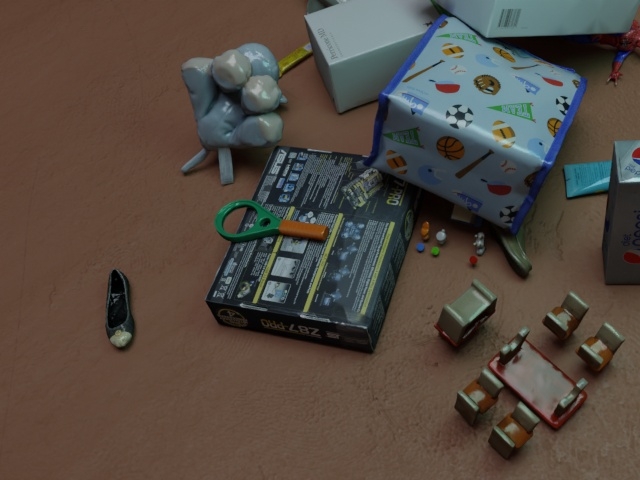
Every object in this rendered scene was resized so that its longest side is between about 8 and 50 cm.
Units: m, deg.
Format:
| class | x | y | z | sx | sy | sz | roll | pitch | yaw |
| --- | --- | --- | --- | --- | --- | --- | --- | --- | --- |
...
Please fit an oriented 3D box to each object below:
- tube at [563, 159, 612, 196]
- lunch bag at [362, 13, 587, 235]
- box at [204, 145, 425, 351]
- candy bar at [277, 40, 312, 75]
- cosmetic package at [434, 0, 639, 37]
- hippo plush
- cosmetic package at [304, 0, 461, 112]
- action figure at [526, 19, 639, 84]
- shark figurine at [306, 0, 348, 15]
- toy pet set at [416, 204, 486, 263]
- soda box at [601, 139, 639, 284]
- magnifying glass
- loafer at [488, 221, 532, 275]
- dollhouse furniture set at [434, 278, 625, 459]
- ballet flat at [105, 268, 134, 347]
| class | x | y | z | sx | sy | sz | roll | pitch | yaw |
| --- | --- | --- | --- | --- | --- | --- | --- | --- | --- |
| tube | 0.575 | -0.127 | 1.605 | 0.207 | 0.052 | 0.080 | -6 | 47 | 15 |
| lunch bag | 0.306 | -0.244 | 1.580 | 0.328 | 0.239 | 0.385 | 26 | 52 | 8 |
| box | 0.000 | 0.000 | 1.605 | 0.318 | 0.097 | 0.394 | 7 | 55 | 20 |
| candy bar | -0.049 | -0.441 | 1.999 | 0.161 | 0.018 | 0.040 | -36 | 58 | -15 |
| cosmetic package | 0.414 | -0.514 | 1.711 | 0.377 | 0.097 | 0.284 | -9 | 37 | -27 |
| hippo plush | -0.146 | -0.294 | 1.803 | 0.234 | 0.294 | 0.236 | 17 | 35 | 20 |
| cosmetic package | 0.170 | -0.450 | 1.872 | 0.366 | 0.155 | 0.197 | -20 | 53 | -5 |
| action figure | 0.571 | -0.428 | 1.805 | 0.280 | 0.091 | 0.139 | 17 | 52 | 25 |
| shark figurine | 0.019 | -0.578 | 2.060 | 0.116 | 0.166 | 0.278 | -40 | 70 | 13 |
| toy pet set | 0.262 | -0.020 | 1.599 | 0.122 | 0.065 | 0.114 | 16 | 93 | 26 |
| soda box | 0.527 | -0.040 | 1.393 | 0.098 | 0.286 | 0.091 | -1 | 54 | 14 |
| magnifying glass | -0.094 | -0.029 | 1.577 | 0.231 | 0.026 | 0.092 | 8 | 56 | 25 |
| loafer | 0.356 | 0.001 | 1.548 | 0.050 | 0.056 | 0.148 | -24 | 52 | 2 |
| dollhouse furniture set | 0.318 | 0.194 | 1.391 | 0.262 | 0.135 | 0.259 | -39 | 66 | -16 |
| ballet flat | -0.395 | 0.132 | 1.623 | 0.058 | 0.049 | 0.173 | -17 | 52 | 1 |
